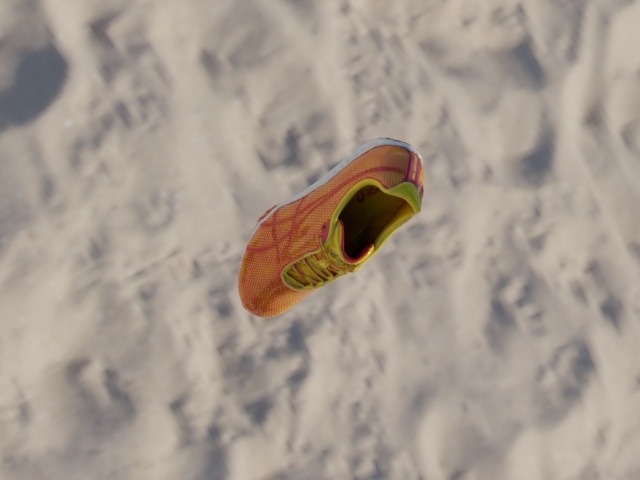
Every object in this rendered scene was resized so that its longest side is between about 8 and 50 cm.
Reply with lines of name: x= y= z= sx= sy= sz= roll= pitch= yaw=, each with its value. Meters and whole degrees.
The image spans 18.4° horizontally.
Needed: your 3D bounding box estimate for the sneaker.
sneaker: x=0.000 y=0.000 z=1.299 sx=0.064 sy=0.175 sz=0.067 roll=31 pitch=37 yaw=-20
